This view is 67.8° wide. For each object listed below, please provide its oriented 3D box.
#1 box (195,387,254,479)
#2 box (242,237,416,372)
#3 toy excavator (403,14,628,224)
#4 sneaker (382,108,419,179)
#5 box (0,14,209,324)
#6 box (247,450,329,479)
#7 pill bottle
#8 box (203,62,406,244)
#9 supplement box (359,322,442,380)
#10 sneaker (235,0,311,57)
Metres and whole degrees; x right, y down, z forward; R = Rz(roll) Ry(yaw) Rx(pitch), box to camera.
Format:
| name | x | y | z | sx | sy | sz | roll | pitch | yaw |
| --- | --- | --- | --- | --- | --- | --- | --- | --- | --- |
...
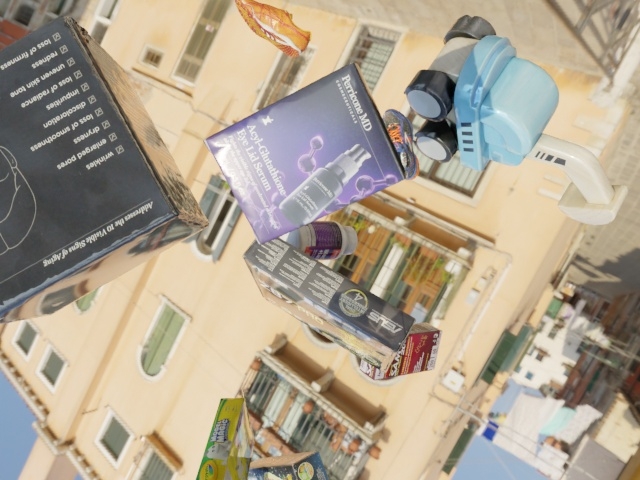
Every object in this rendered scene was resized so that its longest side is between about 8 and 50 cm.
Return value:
| name | x | y | z | sx | sy | sz | roll | pitch | yaw |
| --- | --- | --- | --- | --- | --- | --- | --- | --- | --- |
| box | -0.132 | 0.310 | 0.683 | 0.043 | 0.105 | 0.179 | -2 | -152 | 7 |
| box | 0.020 | 0.157 | 1.146 | 0.395 | 0.097 | 0.318 | 30 | 160 | 13 |
| toy excavator | 0.451 | -0.230 | 1.056 | 0.445 | 0.222 | 0.433 | 28 | 164 | 32 |
| sneaker | 0.235 | -0.284 | 1.412 | 0.083 | 0.221 | 0.087 | -17 | -176 | 32 |
| box | -0.595 | -0.132 | 1.074 | 0.471 | 0.480 | 0.297 | 61 | 179 | 4 |
| box | -0.041 | 0.398 | 0.689 | 0.044 | 0.233 | 0.159 | -15 | -107 | -34 |
| pill bottle | 0.000 | 0.000 | 1.273 | 0.194 | 0.108 | 0.108 | 0 | -159 | -35 |
| box | -0.014 | -0.111 | 0.616 | 0.153 | 0.207 | 0.108 | 62 | -166 | -11 |
| supplement box | 0.235 | 0.315 | 1.374 | 0.240 | 0.130 | 0.073 | 1 | -167 | -33 |
| sneaker | -0.096 | -0.441 | 0.961 | 0.175 | 0.067 | 0.064 | 37 | 169 | -3 |
